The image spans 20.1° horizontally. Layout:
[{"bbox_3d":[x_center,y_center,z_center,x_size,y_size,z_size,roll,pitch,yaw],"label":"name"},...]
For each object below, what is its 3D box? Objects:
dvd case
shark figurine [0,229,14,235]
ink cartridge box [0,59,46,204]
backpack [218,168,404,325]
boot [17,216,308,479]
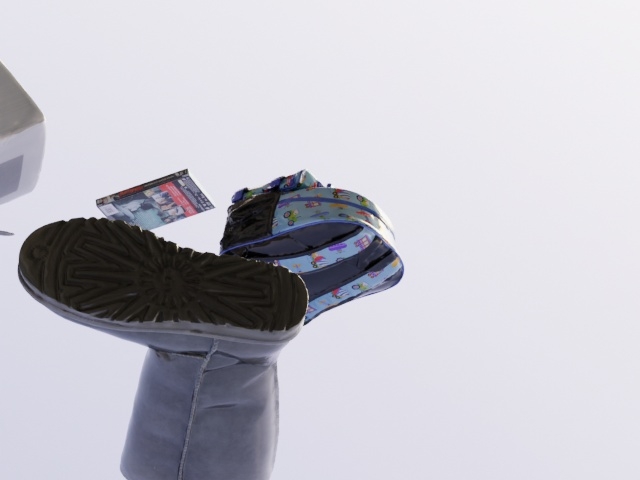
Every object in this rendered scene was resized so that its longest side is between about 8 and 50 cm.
[{"bbox_3d":[-0.194,-0.043,2.130,0.119,0.087,0.013,-20,-121,11],"label":"dvd case"},{"bbox_3d":[-0.443,-0.130,2.039,0.166,0.278,0.116,-8,175,-38],"label":"shark figurine"},{"bbox_3d":[-0.421,-0.134,1.238,0.308,0.091,0.385,-27,-114,-32],"label":"ink cartridge box"},{"bbox_3d":[0.000,0.000,1.907,0.173,0.158,0.117,-19,-133,30],"label":"backpack"},{"bbox_3d":[-0.105,0.083,1.135,0.189,0.208,0.076,17,-125,-3],"label":"boot"}]
